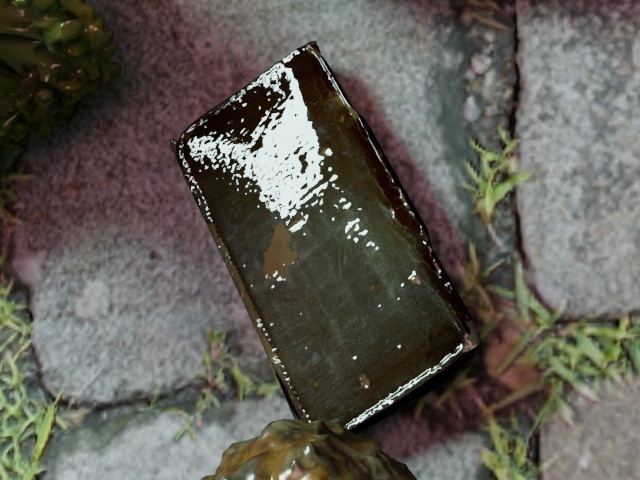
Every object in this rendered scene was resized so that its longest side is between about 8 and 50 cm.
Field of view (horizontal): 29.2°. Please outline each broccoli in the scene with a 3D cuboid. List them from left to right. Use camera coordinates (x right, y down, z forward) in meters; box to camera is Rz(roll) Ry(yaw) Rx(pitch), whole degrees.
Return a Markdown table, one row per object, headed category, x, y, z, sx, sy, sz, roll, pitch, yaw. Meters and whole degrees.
| category | x | y | z | sx | sy | sz | roll | pitch | yaw |
| --- | --- | --- | --- | --- | --- | --- | --- | --- | --- |
| broccoli | -0.228 | -0.108 | 0.754 | 0.242 | 0.180 | 0.273 | -46 | 29 | 9 |

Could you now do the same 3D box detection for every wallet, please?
| category | x | y | z | sx | sy | sz | roll | pitch | yaw |
| --- | --- | --- | --- | --- | --- | --- | --- | --- | --- |
| wallet | 0.000 | 0.000 | 0.724 | 0.122 | 0.031 | 0.232 | -34 | 63 | 15 |

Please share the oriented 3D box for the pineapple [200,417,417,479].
| category | x | y | z | sx | sy | sz | roll | pitch | yaw |
| --- | --- | --- | --- | --- | --- | --- | --- | --- | --- |
| pineapple | -0.017 | 0.192 | 0.609 | 0.166 | 0.166 | 0.193 | 41 | 101 | 27 |
